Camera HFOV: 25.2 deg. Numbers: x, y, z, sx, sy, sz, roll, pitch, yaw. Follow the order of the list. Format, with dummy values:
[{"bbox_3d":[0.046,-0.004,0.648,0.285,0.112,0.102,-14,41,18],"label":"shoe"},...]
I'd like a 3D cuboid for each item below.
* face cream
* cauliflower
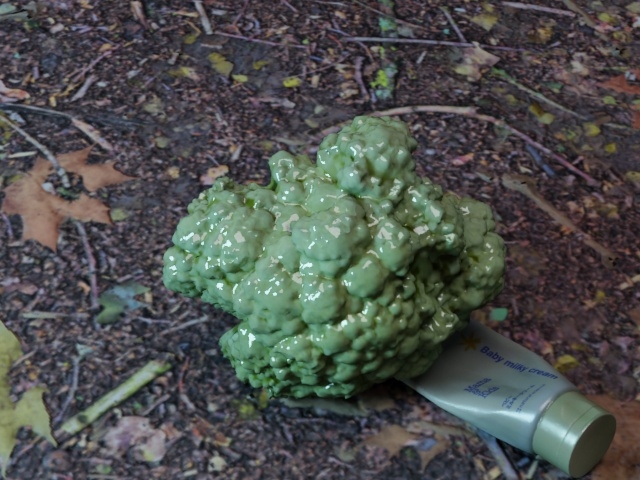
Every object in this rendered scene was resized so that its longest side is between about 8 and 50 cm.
[{"bbox_3d":[0.172,0.141,1.371,0.114,0.070,0.224,-32,46,-30],"label":"face cream"},{"bbox_3d":[0.009,-0.003,1.356,0.327,0.260,0.281,2,48,-22],"label":"cauliflower"}]
